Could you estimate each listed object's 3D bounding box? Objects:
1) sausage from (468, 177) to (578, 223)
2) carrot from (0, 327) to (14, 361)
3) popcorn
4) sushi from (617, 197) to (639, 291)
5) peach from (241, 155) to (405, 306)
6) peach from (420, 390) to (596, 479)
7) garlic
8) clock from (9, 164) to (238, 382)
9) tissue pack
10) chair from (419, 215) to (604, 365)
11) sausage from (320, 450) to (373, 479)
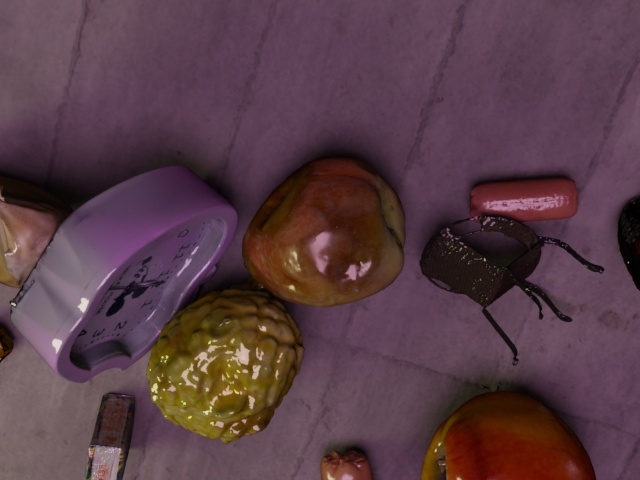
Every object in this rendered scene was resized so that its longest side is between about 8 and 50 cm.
[{"bbox_3d":[0.289,-0.056,1.556,0.154,0.062,0.062,-4,112,6],"label":"sausage"},{"bbox_3d":[-0.593,0.195,1.717,0.229,0.069,0.069,-22,109,13],"label":"carrot"},{"bbox_3d":[-0.132,0.164,1.606,0.206,0.251,0.237,29,145,2],"label":"popcorn"},{"bbox_3d":[0.526,-0.017,1.528,0.225,0.126,0.136,-34,105,10],"label":"sushi"},{"bbox_3d":[0.000,0.000,1.523,0.236,0.214,0.214,-25,108,20],"label":"peach"},{"bbox_3d":[0.291,0.361,1.635,0.281,0.238,0.280,5,73,-18],"label":"peach"},{"bbox_3d":[-0.429,-0.016,1.483,0.196,0.338,0.151,37,83,-27],"label":"garlic"},{"bbox_3d":[-0.268,0.048,1.526,0.102,0.338,0.338,42,111,16],"label":"clock"},{"bbox_3d":[-0.330,0.324,1.705,0.060,0.148,0.108,8,113,-7],"label":"tissue pack"},{"bbox_3d":[0.262,0.052,1.564,0.213,0.149,0.174,39,141,19],"label":"chair"},{"bbox_3d":[0.059,0.471,1.773,0.086,0.086,0.288,-7,110,7],"label":"sausage"}]
